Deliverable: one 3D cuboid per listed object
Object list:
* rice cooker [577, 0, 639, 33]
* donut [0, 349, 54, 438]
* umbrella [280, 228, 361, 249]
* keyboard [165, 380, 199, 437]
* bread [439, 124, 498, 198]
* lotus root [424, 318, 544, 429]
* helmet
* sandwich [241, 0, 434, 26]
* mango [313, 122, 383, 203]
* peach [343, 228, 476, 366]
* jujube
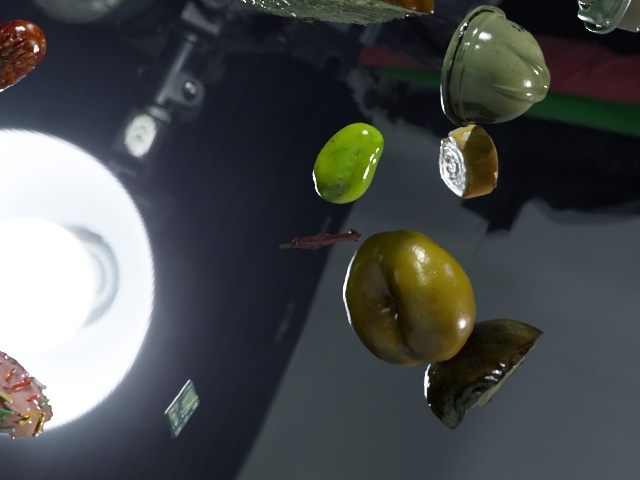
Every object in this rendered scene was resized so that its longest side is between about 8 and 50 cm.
[{"bbox_3d":[0.543,-0.467,1.907,0.127,0.206,0.145,12,14,-15],"label":"rice cooker"},{"bbox_3d":[-0.527,0.239,1.598,0.233,0.085,0.199,-24,-67,32],"label":"donut"},{"bbox_3d":[0.000,0.000,1.982,0.165,0.027,0.025,-7,-8,25],"label":"umbrella"},{"bbox_3d":[-0.279,0.340,2.163,0.014,0.055,0.176,-14,11,12],"label":"keyboard"},{"bbox_3d":[0.270,-0.144,1.917,0.073,0.122,0.149,-9,26,-12],"label":"bread"},{"bbox_3d":[0.305,0.222,2.045,0.142,0.210,0.314,41,19,13],"label":"lotus root"},{"bbox_3d":[0.309,-0.271,1.764,0.137,0.204,0.257,21,9,24],"label":"helmet"},{"bbox_3d":[0.003,-0.430,1.698,0.262,0.131,0.325,7,0,-31],"label":"sandwich"},{"bbox_3d":[0.051,-0.148,2.039,0.117,0.163,0.089,26,0,36],"label":"mango"},{"bbox_3d":[0.151,0.100,1.854,0.251,0.251,0.153,16,32,34],"label":"peach"},{"bbox_3d":[-0.624,-0.371,2.125,0.109,0.176,0.112,56,24,-8],"label":"jujube"}]
